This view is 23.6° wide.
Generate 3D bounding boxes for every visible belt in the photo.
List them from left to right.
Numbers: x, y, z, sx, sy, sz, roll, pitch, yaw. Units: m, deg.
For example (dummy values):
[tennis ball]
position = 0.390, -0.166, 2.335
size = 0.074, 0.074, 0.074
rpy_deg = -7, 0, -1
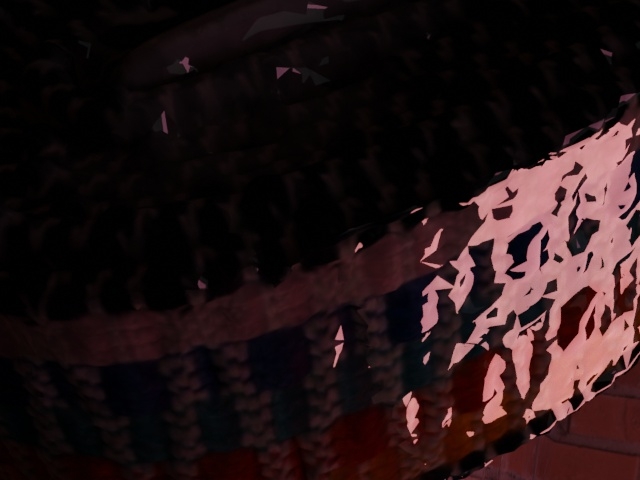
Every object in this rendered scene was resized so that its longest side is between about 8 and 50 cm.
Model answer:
[belt]
position = 0.004, -0.030, 0.484
size = 0.295, 0.207, 0.160
rpy_deg = -29, 141, -19
